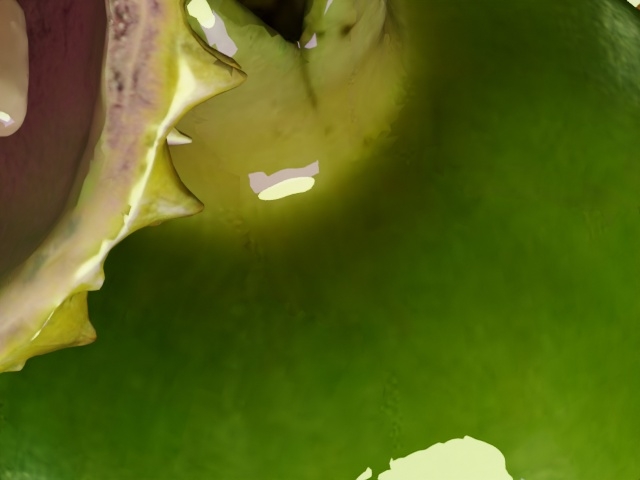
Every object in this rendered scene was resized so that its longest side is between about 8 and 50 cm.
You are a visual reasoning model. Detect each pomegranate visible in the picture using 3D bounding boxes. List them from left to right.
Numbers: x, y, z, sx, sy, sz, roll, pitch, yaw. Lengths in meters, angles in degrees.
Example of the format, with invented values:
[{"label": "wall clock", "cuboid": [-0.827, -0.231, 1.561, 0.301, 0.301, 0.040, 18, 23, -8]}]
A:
[{"label": "pomegranate", "cuboid": [-0.014, 0.023, 0.597, 0.310, 0.216, 0.358, 3, 152, 10]}]

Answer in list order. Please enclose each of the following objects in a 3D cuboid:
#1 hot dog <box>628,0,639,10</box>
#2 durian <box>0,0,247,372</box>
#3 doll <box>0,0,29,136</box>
[{"label": "hot dog", "cuboid": [0.051, -0.101, 0.719, 0.269, 0.072, 0.115, -21, 154, 1]}, {"label": "durian", "cuboid": [-0.105, -0.042, 0.393, 0.260, 0.186, 0.154, -14, 173, 25]}, {"label": "doll", "cuboid": [-0.151, -0.043, 0.274, 0.211, 0.093, 0.262, 15, 132, -33]}]
